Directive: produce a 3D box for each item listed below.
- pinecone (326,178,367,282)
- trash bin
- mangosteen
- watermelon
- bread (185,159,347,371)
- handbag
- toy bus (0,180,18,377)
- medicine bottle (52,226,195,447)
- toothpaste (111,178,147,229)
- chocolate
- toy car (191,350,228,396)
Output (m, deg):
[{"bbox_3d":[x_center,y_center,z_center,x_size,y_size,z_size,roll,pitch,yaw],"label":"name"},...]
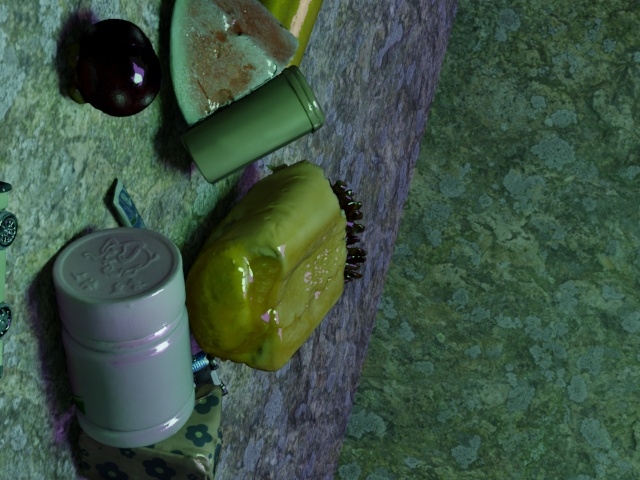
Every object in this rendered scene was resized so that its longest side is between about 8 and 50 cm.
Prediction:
[{"bbox_3d":[0.000,0.000,2.644,0.244,0.244,0.309,27,70,-72],"label":"pinecone"},{"bbox_3d":[-0.123,-0.205,2.038,0.121,0.247,0.243,59,-2,-3],"label":"trash bin"},{"bbox_3d":[-0.317,-0.258,1.678,0.152,0.152,0.152,14,90,-72],"label":"mangosteen"},{"bbox_3d":[-0.156,-0.356,1.966,0.213,0.201,0.261,-60,151,-59],"label":"watermelon"},{"bbox_3d":[-0.130,0.059,2.292,0.394,0.250,0.361,-48,145,-48],"label":"bread"},{"bbox_3d":[-0.294,0.353,2.017,0.190,0.252,0.193,94,10,-47],"label":"handbag"},{"bbox_3d":[-0.485,0.060,1.393,0.165,0.134,0.276,-33,133,-65],"label":"toy bus"},{"bbox_3d":[-0.321,0.163,1.835,0.212,0.212,0.325,-56,153,-47],"label":"medicine bottle"},{"bbox_3d":[-0.331,-0.030,1.948,0.197,0.035,0.057,75,18,-54],"label":"toothpaste"},{"bbox_3d":[-0.107,-0.393,2.194,0.162,0.162,0.445,20,89,-72],"label":"chocolate"},{"bbox_3d":[-0.252,0.294,2.337,0.080,0.070,0.170,-29,143,-15],"label":"toy car"}]
